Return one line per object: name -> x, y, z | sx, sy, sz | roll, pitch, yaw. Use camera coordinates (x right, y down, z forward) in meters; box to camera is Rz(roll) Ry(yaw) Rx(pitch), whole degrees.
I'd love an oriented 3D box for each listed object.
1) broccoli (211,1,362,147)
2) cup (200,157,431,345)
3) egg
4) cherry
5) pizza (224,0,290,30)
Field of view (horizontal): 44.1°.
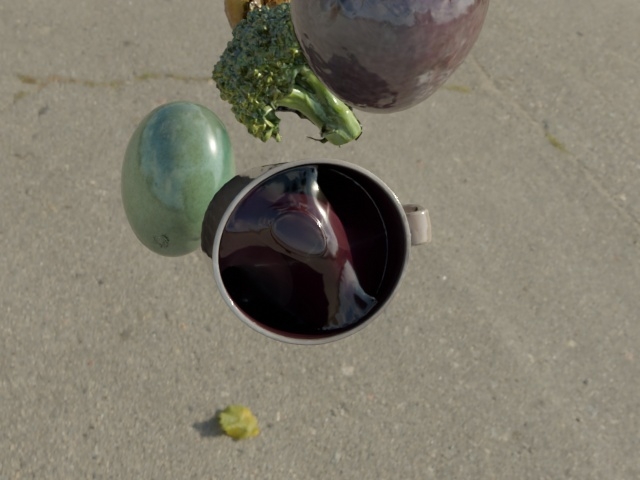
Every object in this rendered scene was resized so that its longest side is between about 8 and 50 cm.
broccoli -> -0.052, -0.251, 1.260 | 0.273, 0.242, 0.180 | 51, 17, -2
cup -> -0.011, -0.015, 0.992 | 0.288, 0.273, 0.208 | -37, 102, -10
egg -> -0.213, -0.091, 1.187 | 0.169, 0.236, 0.169 | 4, 8, -1
cherry -> 0.075, -0.246, 0.843 | 0.213, 0.266, 0.183 | -19, 62, -8
pizza -> -0.097, -0.445, 1.533 | 0.085, 0.161, 0.305 | 41, 16, 14
